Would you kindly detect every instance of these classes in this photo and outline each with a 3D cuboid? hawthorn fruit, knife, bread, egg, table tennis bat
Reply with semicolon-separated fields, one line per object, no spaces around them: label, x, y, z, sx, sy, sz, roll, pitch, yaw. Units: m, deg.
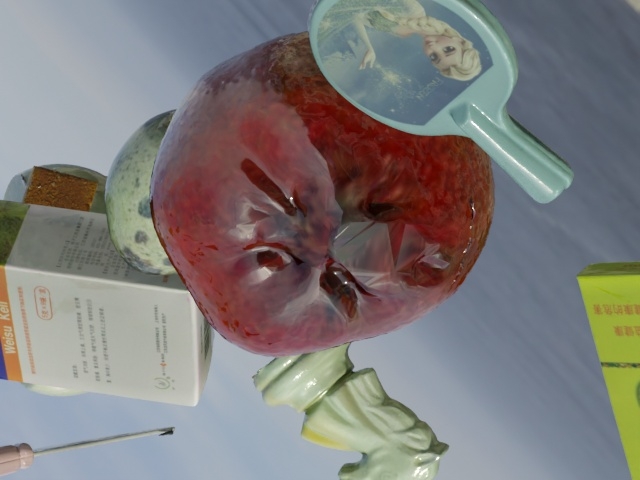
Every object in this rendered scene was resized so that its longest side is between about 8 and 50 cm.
hawthorn fruit;-0.010;-0.050;1.289;0.295;0.295;0.311;47;173;-36
knife;-0.338;0.264;1.858;0.081;0.336;0.043;-9;86;56
bread;-0.349;-0.044;1.987;0.090;0.094;0.035;15;154;-4
egg;-0.146;-0.047;1.513;0.141;0.181;0.141;28;-159;-11
table tennis bat;0.093;-0.107;1.085;0.237;0.038;0.149;40;140;-23

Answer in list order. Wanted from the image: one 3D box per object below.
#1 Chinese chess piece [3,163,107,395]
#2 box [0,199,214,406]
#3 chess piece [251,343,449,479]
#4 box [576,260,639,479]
Chinese chess piece;-0.383;0.059;2.262;0.146;0.349;0.349;-3;-155;-25
box;-0.273;0.069;1.683;0.200;0.299;0.106;93;-175;-46
chess piece;0.050;0.274;2.300;0.298;0.176;0.176;48;179;9
box;0.439;0.183;1.835;0.187;0.047;0.335;-3;112;41
